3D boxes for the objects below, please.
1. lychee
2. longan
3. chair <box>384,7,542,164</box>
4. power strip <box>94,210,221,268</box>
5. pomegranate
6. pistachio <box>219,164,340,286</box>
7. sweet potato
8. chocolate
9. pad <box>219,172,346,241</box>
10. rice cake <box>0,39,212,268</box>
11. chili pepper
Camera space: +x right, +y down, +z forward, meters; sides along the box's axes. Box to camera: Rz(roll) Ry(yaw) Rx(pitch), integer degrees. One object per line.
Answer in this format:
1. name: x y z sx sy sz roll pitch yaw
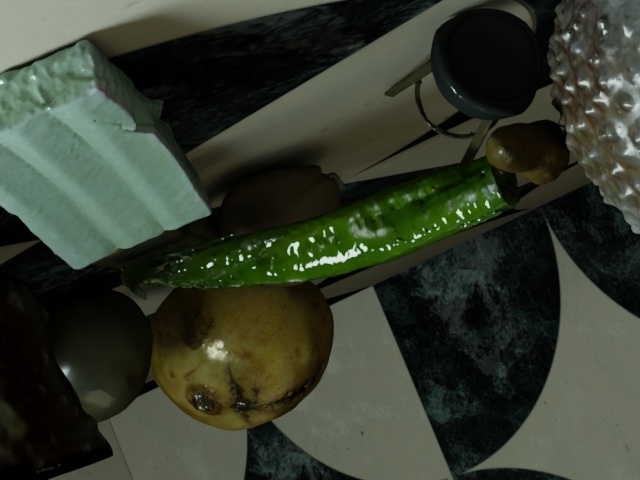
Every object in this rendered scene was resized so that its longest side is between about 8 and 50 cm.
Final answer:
1. lychee: 0.313 -0.129 1.109 0.300 0.300 0.300 -22 173 -3
2. longan: -0.286 0.138 1.764 0.189 0.189 0.189 -22 173 -3
3. chair: 0.129 -0.137 1.243 0.095 0.104 0.221 -50 -179 -5
4. power strip: -0.164 -0.009 1.366 0.092 0.066 0.387 -25 173 4
5. pomegranate: -0.115 0.140 2.030 0.260 0.260 0.260 -22 173 -3
6. pistachio: -0.034 -0.018 1.511 0.136 0.136 0.226 -24 179 10
7. sweet potato: 0.172 -0.071 1.180 0.053 0.054 0.182 -22 177 17
8. chocolate: -0.352 0.127 1.218 0.225 0.210 0.340 -23 170 42
9. pad: -0.095 -0.018 1.771 0.265 0.009 0.159 -23 174 5
10. rice cake: -0.154 -0.050 0.956 0.127 0.043 0.237 -24 158 3
11. chili pepper: 0.000 0.000 1.286 0.359 0.076 0.085 -17 -148 15
